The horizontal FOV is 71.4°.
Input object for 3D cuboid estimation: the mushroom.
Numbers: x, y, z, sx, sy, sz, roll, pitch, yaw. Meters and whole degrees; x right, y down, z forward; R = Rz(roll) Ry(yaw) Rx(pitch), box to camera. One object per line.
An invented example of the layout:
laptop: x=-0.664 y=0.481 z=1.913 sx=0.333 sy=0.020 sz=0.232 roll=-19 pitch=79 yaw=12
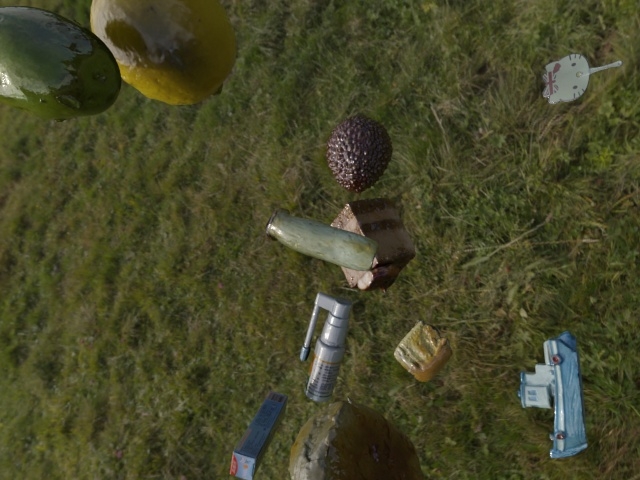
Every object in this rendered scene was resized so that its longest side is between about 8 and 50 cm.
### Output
mushroom: x=0.000 y=0.000 z=1.187 sx=0.312 sy=0.081 sz=0.099 roll=20 pitch=115 yaw=12

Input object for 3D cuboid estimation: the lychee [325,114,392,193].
lychee: x=0.134 y=-0.295 z=1.589 sx=0.272 sy=0.271 sz=0.271 roll=-12 pitch=67 yaw=30

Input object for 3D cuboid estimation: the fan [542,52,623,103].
fan: x=0.302 y=-0.192 z=0.518 sx=0.083 sy=0.004 sz=0.055 roll=-3 pitch=89 yaw=44

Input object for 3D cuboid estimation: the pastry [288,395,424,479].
pastry: x=0.048 y=0.310 z=0.562 sx=0.093 sy=0.192 sz=0.182 roll=-38 pitch=15 yaw=36

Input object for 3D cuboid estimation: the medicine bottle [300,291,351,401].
medicine bottle: x=0.006 y=0.218 z=0.919 sx=0.092 sy=0.061 sz=0.220 roll=21 pitch=107 yaw=22

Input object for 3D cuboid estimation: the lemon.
lemon: x=-0.312 y=-0.418 z=0.905 sx=0.260 sy=0.284 sz=0.260 roll=-50 pitch=26 yaw=36

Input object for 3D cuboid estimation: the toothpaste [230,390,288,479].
toothpaste: x=-0.113 y=0.372 z=0.848 sx=0.044 sy=0.193 sz=0.070 roll=12 pitch=105 yaw=10

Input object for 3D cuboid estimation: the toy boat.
toy boat: x=0.401 y=0.266 z=0.777 sx=0.102 sy=0.088 sz=0.215 roll=-8 pitch=81 yaw=33

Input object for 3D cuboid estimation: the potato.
potato: x=-0.458 y=-0.295 z=0.733 sx=0.254 sy=0.148 sz=0.186 roll=15 pitch=70 yaw=-6

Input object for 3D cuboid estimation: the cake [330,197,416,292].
cake: x=0.175 y=0.028 z=1.410 sx=0.196 sy=0.199 sz=0.292 roll=-52 pitch=54 yaw=46

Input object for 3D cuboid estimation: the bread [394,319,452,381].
bread: x=0.365 y=0.436 z=1.666 sx=0.174 sy=0.133 sz=0.251 roll=44 pitch=133 yaw=28
